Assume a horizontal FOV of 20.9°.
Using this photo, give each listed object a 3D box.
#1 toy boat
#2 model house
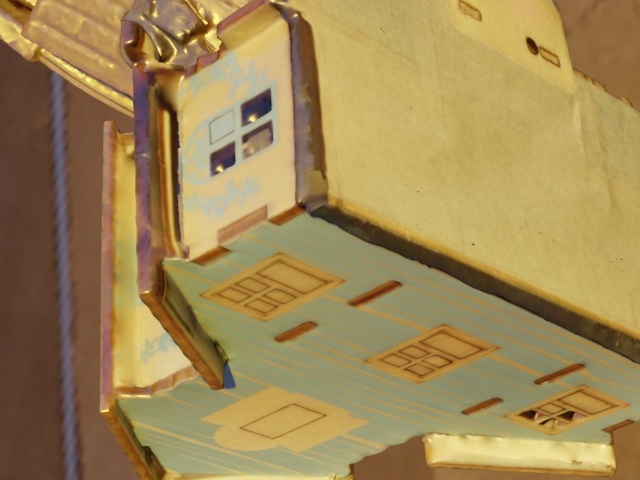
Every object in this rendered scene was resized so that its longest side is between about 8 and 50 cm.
[{"bbox_3d":[-0.075,-0.099,0.805,0.089,0.321,0.121,-63,-6,8],"label":"toy boat"},{"bbox_3d":[0.000,0.000,0.685,0.206,0.271,0.178,-30,55,36],"label":"model house"}]
